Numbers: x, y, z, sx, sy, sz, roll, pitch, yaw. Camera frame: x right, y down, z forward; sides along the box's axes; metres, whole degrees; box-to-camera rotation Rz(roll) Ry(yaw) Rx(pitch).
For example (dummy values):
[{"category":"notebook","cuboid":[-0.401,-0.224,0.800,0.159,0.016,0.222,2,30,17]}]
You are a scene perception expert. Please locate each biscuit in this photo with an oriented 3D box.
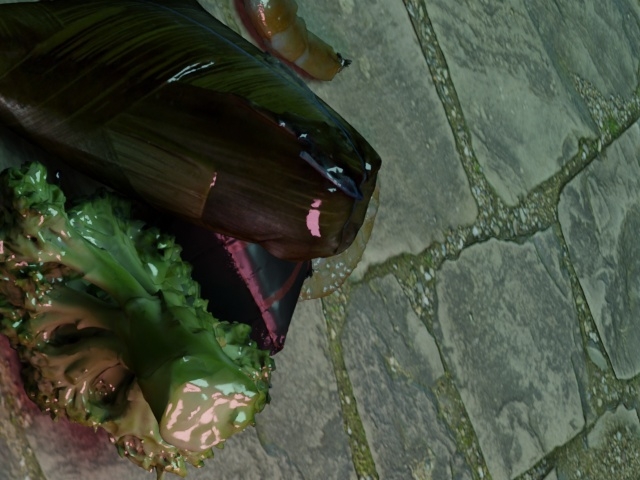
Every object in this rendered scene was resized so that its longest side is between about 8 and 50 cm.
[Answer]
[{"category":"biscuit","cuboid":[-0.001,0.000,2.238,0.290,0.038,0.141,-33,113,-46]}]

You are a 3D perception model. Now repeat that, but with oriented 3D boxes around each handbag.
[{"category":"handbag","cuboid":[-0.102,0.014,2.020,0.215,0.155,0.169,65,29,-23]}]

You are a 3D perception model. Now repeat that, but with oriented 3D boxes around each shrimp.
[{"category":"shrimp","cuboid":[-0.033,-0.326,2.206,0.185,0.068,0.287,-36,116,-45]}]

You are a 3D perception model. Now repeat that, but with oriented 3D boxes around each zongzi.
[{"category":"zongzi","cuboid":[-0.184,-0.118,1.754,0.432,0.403,0.207,0,121,-52]}]

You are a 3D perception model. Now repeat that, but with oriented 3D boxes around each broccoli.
[{"category":"broccoli","cuboid":[-0.156,0.125,1.774,0.353,0.397,0.274,17,98,-54]}]
